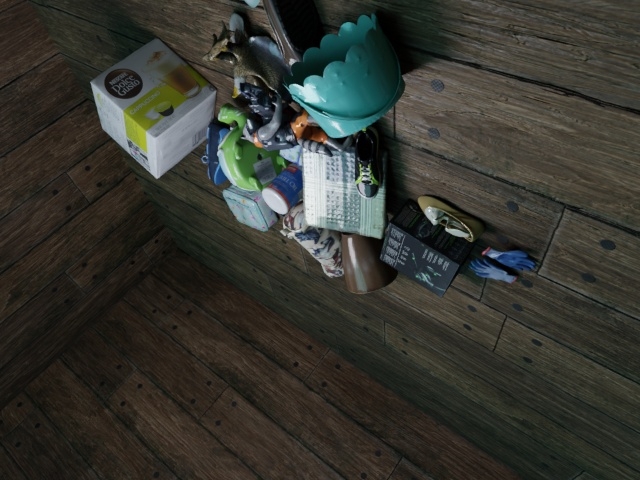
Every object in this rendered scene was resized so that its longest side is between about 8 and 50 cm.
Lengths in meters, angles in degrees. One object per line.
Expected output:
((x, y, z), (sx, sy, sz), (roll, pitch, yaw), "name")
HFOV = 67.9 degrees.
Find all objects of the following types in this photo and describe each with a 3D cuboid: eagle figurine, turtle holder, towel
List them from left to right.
((-0.299, -0.340, 1.828), (0.228, 0.243, 0.320), (9, 153, 48), "turtle holder")
((-0.212, -0.543, 1.513), (0.299, 0.225, 0.226), (19, -147, -32), "eagle figurine")
((0.080, -0.174, 1.610), (0.313, 0.056, 0.324), (11, 120, 21), "towel")

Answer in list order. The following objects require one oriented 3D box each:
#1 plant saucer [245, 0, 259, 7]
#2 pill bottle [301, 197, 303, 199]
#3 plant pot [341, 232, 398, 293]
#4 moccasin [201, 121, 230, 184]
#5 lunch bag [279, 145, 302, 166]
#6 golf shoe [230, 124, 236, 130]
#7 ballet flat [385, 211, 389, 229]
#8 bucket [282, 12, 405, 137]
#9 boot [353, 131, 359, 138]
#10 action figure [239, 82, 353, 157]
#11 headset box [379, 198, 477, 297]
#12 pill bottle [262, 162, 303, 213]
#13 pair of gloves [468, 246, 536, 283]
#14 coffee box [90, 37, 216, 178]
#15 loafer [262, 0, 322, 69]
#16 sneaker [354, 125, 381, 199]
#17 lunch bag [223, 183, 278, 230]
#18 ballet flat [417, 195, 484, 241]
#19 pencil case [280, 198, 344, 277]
((-0.196, -0.710, 1.231), (0.195, 0.038, 0.194), (42, 139, 52), "plant saucer")
((-0.071, -0.186, 1.944), (0.087, 0.087, 0.160), (48, 155, -12), "pill bottle")
((0.171, 0.055, 1.882), (0.215, 0.215, 0.230), (6, 122, 52), "plant pot")
((-0.456, -0.398, 2.146), (0.117, 0.138, 0.342), (41, 141, 14), "moccasin")
((-0.061, -0.334, 1.697), (0.151, 0.096, 0.128), (26, 151, 1), "lunch bag")
((-0.329, -0.385, 1.979), (0.198, 0.094, 0.077), (57, 171, -25), "golf shoe")
((0.112, -0.166, 1.709), (0.342, 0.116, 0.124), (45, 175, -5), "ballet flat")
((0.067, -0.405, 1.194), (0.281, 0.281, 0.183), (6, 144, 52), "bucket")
((0.098, -0.376, 1.461), (0.087, 0.042, 0.118), (45, 155, 8), "boot")
((-0.112, -0.345, 1.444), (0.331, 0.178, 0.341), (4, 175, 30), "action figure")
((0.365, 0.035, 1.616), (0.283, 0.131, 0.246), (33, 153, 19), "headset box")
((-0.104, -0.213, 1.789), (0.124, 0.221, 0.124), (33, 154, 18), "pill bottle")
((0.562, 0.074, 1.472), (0.160, 0.023, 0.198), (19, 150, 1), "pair of gloves")
((-0.673, -0.536, 1.954), (0.334, 0.337, 0.338), (42, 156, 1), "coffee box")
((-0.071, -0.540, 1.320), (0.130, 0.134, 0.365), (16, 144, 43), "loafer")
((0.132, -0.236, 1.452), (0.084, 0.097, 0.234), (3, 108, 21), "sneaker")
((-0.356, -0.173, 2.351), (0.279, 0.108, 0.224), (21, 148, 38), "lunch bag")
((0.392, -0.069, 1.479), (0.232, 0.073, 0.080), (29, 152, 27), "ballet flat")
((0.000, 0.000, 1.942), (0.410, 0.184, 0.160), (49, -178, -46), "pencil case")
